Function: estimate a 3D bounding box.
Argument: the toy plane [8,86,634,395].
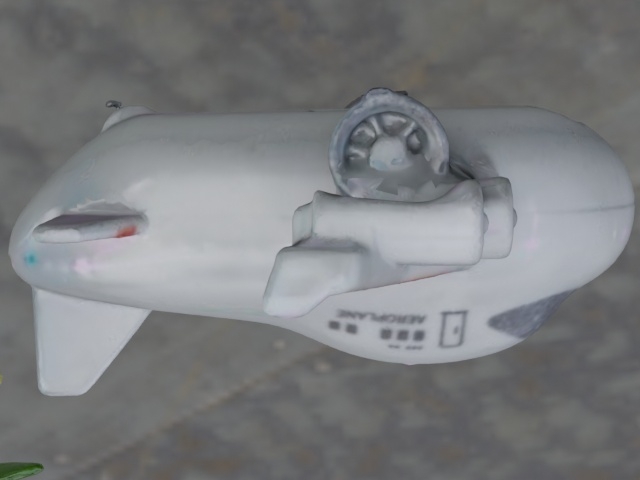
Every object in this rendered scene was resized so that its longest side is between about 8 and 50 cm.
[{"bbox_3d":[0.000,-0.004,0.797,0.252,0.118,0.252,-5,-175,0],"label":"toy plane"}]

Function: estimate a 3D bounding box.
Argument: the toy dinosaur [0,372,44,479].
[{"bbox_3d":[-0.185,0.042,0.794,0.152,0.177,0.194,3,-175,-18],"label":"toy dinosaur"}]
